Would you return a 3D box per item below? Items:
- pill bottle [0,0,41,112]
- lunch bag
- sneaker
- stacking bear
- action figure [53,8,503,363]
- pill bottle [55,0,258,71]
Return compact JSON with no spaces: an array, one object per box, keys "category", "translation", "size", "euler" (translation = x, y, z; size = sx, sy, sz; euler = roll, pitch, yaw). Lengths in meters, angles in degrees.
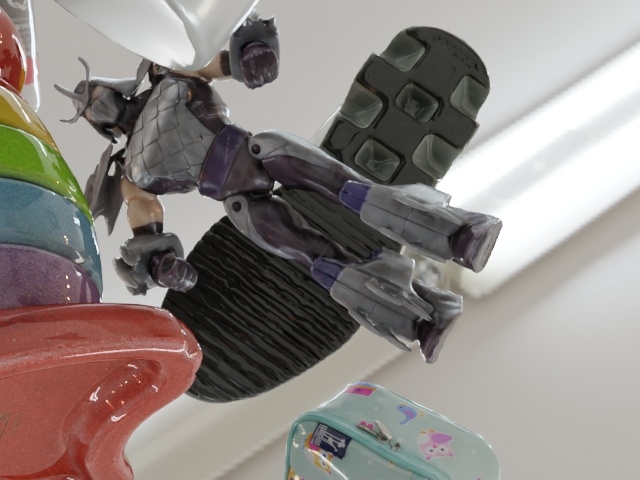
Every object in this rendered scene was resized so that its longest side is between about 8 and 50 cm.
[{"category":"pill bottle","translation":[-0.291,-0.237,0.976],"size":[0.176,0.318,0.176],"euler":[-3,-169,1]},{"category":"lunch bag","translation":[0.069,0.292,1.427],"size":[0.224,0.279,0.108],"euler":[26,-146,36]},{"category":"sneaker","translation":[0.000,0.000,1.031],"size":[0.122,0.146,0.330],"euler":[41,-116,2]},{"category":"stacking bear","translation":[-0.189,-0.020,0.706],"size":[0.164,0.175,0.289],"euler":[-1,-126,-29]},{"category":"action figure","translation":[-0.036,-0.037,0.851],"size":[0.285,0.185,0.099],"euler":[27,-159,10]},{"category":"pill bottle","translation":[-0.018,-0.273,0.693],"size":[0.204,0.204,0.361],"euler":[30,-102,29]}]
